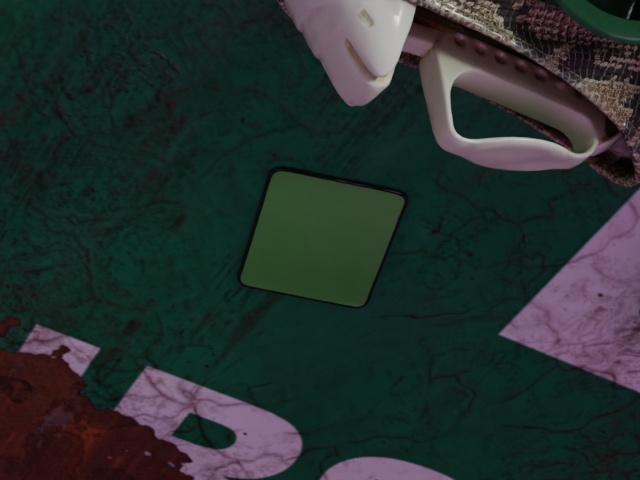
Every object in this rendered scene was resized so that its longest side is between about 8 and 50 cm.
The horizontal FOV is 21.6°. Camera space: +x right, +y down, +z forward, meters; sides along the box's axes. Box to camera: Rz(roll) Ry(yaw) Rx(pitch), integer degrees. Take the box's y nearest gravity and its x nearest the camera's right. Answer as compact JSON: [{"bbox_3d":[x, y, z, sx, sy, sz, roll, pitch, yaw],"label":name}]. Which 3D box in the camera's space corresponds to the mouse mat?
[{"bbox_3d":[0.000,0.000,1.816,0.152,0.007,0.189,11,134,-8],"label":"mouse mat"}]

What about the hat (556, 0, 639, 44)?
[{"bbox_3d":[0.284,-0.230,1.522,0.173,0.208,0.183,-40,170,-4],"label":"hat"}]

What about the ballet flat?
[{"bbox_3d":[0.117,-0.173,1.497,0.483,0.182,0.164,22,162,-19],"label":"ballet flat"}]
